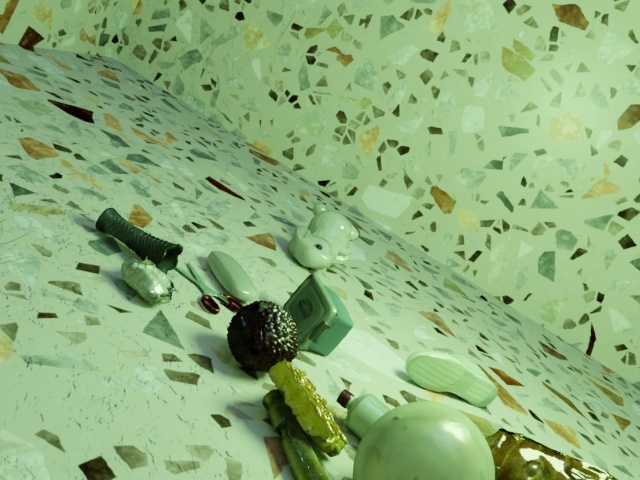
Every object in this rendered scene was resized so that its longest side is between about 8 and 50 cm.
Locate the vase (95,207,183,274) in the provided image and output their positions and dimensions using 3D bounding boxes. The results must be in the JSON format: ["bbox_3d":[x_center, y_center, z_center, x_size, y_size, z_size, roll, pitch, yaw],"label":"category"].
[{"bbox_3d":[-0.505,-0.002,1.945,0.237,0.116,0.115,33,16,15],"label":"vase"}]

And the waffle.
[{"bbox_3d":[-0.015,0.390,1.605,0.229,0.057,0.219,54,1,24],"label":"waffle"}]

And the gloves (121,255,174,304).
[{"bbox_3d":[-0.433,0.107,1.791,0.153,0.070,0.114,39,12,25],"label":"gloves"}]

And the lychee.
[{"bbox_3d":[-0.137,0.241,1.743,0.188,0.188,0.188,28,16,-9],"label":"lychee"}]

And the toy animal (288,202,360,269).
[{"bbox_3d":[0.000,0.000,2.691,0.258,0.194,0.357,43,26,9],"label":"toy animal"}]

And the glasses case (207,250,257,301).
[{"bbox_3d":[-0.265,0.104,2.105,0.092,0.059,0.233,16,22,-42],"label":"glasses case"}]

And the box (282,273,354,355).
[{"bbox_3d":[-0.011,0.218,2.052,0.130,0.162,0.227,33,13,-32],"label":"box"}]

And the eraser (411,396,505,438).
[{"bbox_3d":[0.396,0.538,1.945,0.343,0.078,0.144,23,18,-27],"label":"eraser"}]

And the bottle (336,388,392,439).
[{"bbox_3d":[0.141,0.451,1.712,0.245,0.104,0.104,37,18,19],"label":"bottle"}]

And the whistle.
[{"bbox_3d":[-0.046,0.441,1.494,0.067,0.057,0.326,12,23,-31],"label":"whistle"}]

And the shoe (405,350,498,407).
[{"bbox_3d":[0.402,0.407,2.260,0.362,0.132,0.160,27,17,-27],"label":"shoe"}]

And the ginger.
[{"bbox_3d":[0.581,0.640,1.791,0.418,0.254,0.176,19,46,16],"label":"ginger"}]

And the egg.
[{"bbox_3d":[0.217,0.473,1.463,0.283,0.283,0.345,35,8,15],"label":"egg"}]

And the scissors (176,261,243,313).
[{"bbox_3d":[-0.332,0.130,1.998,0.247,0.017,0.144,38,17,30],"label":"scissors"}]
